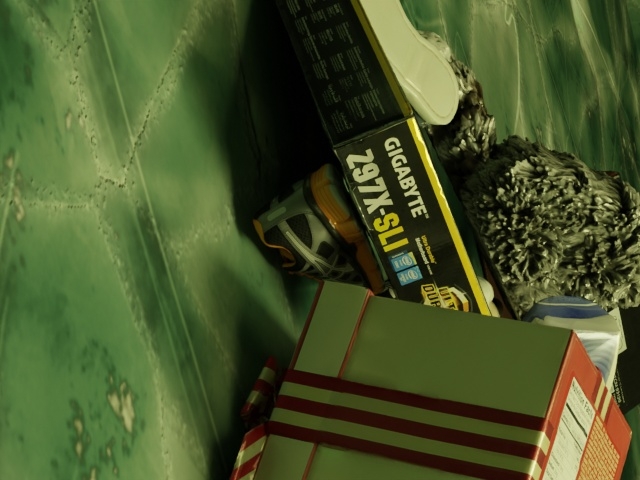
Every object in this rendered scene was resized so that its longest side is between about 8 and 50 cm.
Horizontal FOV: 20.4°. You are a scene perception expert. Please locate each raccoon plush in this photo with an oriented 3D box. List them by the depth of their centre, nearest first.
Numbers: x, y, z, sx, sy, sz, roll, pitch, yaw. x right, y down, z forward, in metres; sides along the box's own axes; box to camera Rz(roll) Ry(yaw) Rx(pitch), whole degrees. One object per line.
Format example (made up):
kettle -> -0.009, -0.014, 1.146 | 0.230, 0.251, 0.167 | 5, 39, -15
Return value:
raccoon plush -> 0.305, -0.074, 1.972 | 0.216, 0.299, 0.446 | -105, 169, -76

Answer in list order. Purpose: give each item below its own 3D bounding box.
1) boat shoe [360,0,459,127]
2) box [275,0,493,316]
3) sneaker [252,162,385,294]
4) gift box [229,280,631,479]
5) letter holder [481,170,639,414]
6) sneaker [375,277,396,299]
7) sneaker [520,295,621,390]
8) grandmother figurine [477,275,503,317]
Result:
boat shoe -> 0.050, -0.207, 1.795 | 0.254, 0.079, 0.095 | 44, 54, -42
box -> 0.051, -0.087, 1.598 | 0.322, 0.079, 0.257 | -109, 177, -52
sneaker -> 0.000, 0.000, 1.566 | 0.215, 0.083, 0.084 | 59, 7, -63
gift box -> 0.074, 0.202, 1.429 | 0.276, 0.258, 0.255 | -66, 149, -24
letter holder -> 0.288, 0.072, 2.291 | 0.152, 0.214, 0.302 | -29, 112, -36
sneaker -> 0.082, 0.175, 1.706 | 0.121, 0.108, 0.302 | -13, 104, -42
sneaker -> 0.177, 0.174, 1.830 | 0.182, 0.127, 0.315 | -116, -139, -55
grandmother figurine -> 0.195, 0.147, 2.026 | 0.342, 0.104, 0.208 | 60, 19, -51
